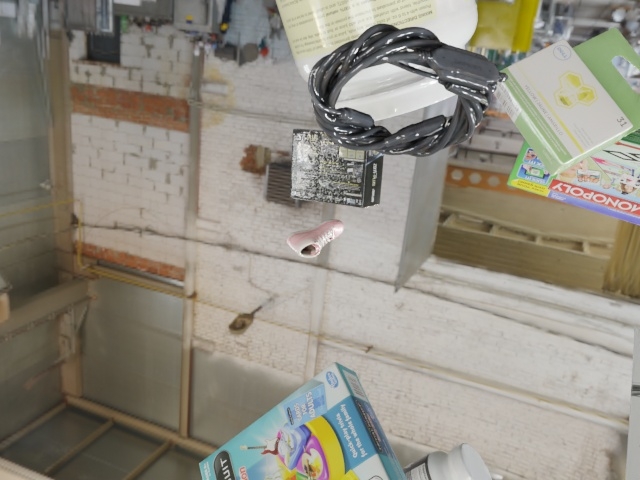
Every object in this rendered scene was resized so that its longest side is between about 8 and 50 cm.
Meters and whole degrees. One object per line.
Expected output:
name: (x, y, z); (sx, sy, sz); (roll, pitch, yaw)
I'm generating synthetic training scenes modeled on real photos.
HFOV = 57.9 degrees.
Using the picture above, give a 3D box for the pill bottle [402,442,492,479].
pill bottle: (0.275, 0.626, 1.439); (0.162, 0.278, 0.162); (43, -157, -23)

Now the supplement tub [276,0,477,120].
supplement tub: (0.057, -0.328, 0.708); (0.236, 0.324, 0.235); (-16, -160, 6)

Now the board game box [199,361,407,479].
board game box: (-0.038, 0.411, 0.987); (0.079, 0.336, 0.253); (39, -163, -46)

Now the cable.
cable: (0.070, -0.133, 0.544); (0.185, 0.047, 0.150); (5, 156, -23)

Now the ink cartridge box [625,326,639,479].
ink cartridge box: (0.565, 0.322, 0.908); (0.129, 0.223, 0.307); (-3, -138, 35)

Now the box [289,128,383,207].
box: (0.033, -0.152, 1.192); (0.180, 0.147, 0.078); (10, -167, 31)

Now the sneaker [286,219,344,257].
sneaker: (0.000, 0.000, 1.255); (0.134, 0.051, 0.070); (-17, -144, -17)

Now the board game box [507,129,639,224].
board game box: (0.532, -0.131, 1.073); (0.317, 0.213, 0.046); (19, -117, 13)

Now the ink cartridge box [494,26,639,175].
ink cartridge box: (0.399, -0.222, 0.856); (0.235, 0.171, 0.056); (-28, 165, -4)
